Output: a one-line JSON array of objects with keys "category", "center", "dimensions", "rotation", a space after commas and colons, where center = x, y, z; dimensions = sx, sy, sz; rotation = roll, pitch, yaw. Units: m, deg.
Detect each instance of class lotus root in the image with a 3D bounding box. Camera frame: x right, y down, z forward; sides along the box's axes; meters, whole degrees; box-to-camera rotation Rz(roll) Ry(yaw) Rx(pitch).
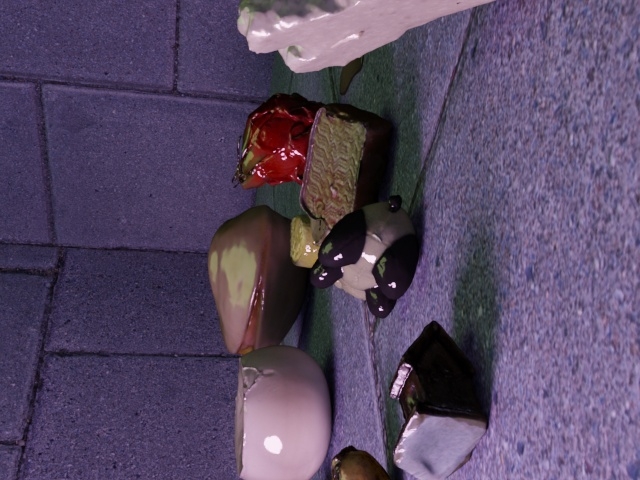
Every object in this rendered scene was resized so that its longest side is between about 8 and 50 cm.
[{"category": "lotus root", "center": [0.074, 0.437, 1.221], "dimensions": [0.110, 0.097, 0.258], "rotation": [101, 163, -74]}]

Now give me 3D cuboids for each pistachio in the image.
[{"category": "pistachio", "center": [-0.179, 0.113, 2.259], "dimensions": [0.365, 0.282, 0.445], "rotation": [-99, 19, -66]}]

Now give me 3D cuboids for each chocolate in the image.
[{"category": "chocolate", "center": [0.049, -0.127, 1.452], "dimensions": [0.148, 0.093, 0.214], "rotation": [33, 122, 43]}]

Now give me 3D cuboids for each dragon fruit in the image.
[{"category": "dragon fruit", "center": [-0.086, -0.211, 1.875], "dimensions": [0.293, 0.234, 0.234], "rotation": [-48, 4, -10]}]

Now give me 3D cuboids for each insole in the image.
[{"category": "insole", "center": [0.066, -0.381, 1.799], "dimensions": [0.253, 0.005, 0.086], "rotation": [152, 120, -79]}]

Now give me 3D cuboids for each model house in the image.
[{"category": "model house", "center": [0.123, 0.187, 0.963], "dimensions": [0.152, 0.106, 0.165], "rotation": [-99, 19, -44]}]

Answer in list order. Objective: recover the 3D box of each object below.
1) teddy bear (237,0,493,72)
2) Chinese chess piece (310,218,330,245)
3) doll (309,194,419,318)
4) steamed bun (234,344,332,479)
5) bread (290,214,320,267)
[{"category": "teddy bear", "center": [0.074, -0.416, 0.882], "dimensions": [0.327, 0.376, 0.362], "rotation": [-2, -102, -72]}, {"category": "Chinese chess piece", "center": [0.034, -0.075, 1.628], "dimensions": [0.188, 0.083, 0.188], "rotation": [-175, 90, -76]}, {"category": "doll", "center": [0.074, 0.030, 1.260], "dimensions": [0.135, 0.144, 0.234], "rotation": [-58, -5, -28]}, {"category": "steamed bun", "center": [-0.081, 0.390, 1.806], "dimensions": [0.324, 0.206, 0.324], "rotation": [-179, 90, -81]}, {"category": "bread", "center": [0.000, 0.000, 1.754], "dimensions": [0.111, 0.114, 0.129], "rotation": [164, 106, -73]}]
